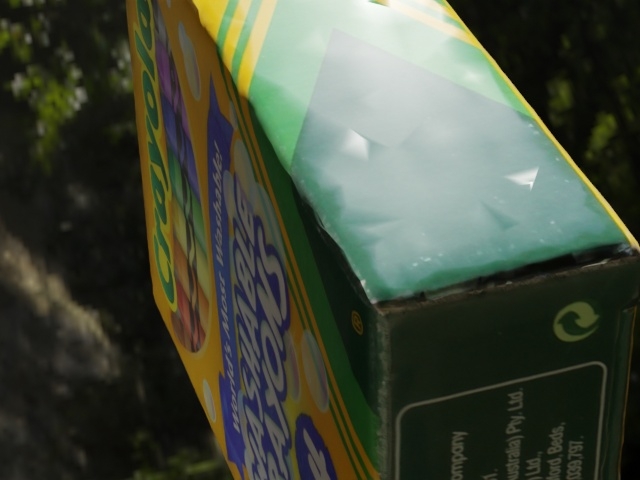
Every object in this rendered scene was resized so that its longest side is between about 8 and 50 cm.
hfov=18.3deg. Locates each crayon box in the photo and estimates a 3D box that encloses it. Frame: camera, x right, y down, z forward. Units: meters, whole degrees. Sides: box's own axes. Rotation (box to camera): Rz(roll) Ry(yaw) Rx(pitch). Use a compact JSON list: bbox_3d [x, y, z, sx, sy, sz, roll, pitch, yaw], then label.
[{"bbox_3d":[0.000,0.000,0.695,0.083,0.323,0.203,-12,-52,-14],"label":"crayon box"}]
